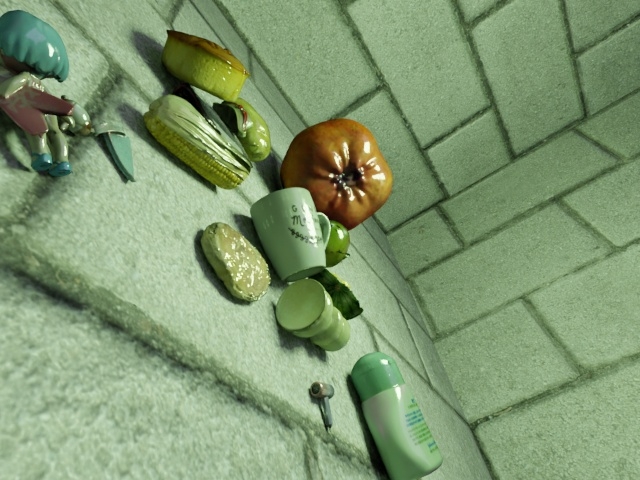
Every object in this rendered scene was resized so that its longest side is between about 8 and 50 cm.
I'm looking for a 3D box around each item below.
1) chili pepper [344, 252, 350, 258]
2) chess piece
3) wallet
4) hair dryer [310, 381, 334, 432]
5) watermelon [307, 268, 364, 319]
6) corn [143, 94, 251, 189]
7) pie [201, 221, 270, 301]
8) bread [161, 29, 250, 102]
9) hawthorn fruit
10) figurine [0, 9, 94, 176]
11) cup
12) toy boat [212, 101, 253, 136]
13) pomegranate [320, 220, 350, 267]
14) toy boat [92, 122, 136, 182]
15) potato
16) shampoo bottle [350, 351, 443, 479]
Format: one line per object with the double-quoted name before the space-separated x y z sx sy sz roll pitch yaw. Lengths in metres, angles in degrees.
"chili pepper" 0.072 -0.019 1.938 0.099 0.084 0.253 50 18 -65
"chess piece" -0.001 0.224 1.116 0.251 0.145 0.144 53 14 -49
"wallet" -0.315 -0.330 1.208 0.262 0.071 0.221 49 1 41
"hair dryer" 0.011 0.397 0.980 0.063 0.037 0.114 37 33 -51
"watermelon" 0.029 0.175 1.280 0.204 0.127 0.232 48 -9 -5
"corn" -0.300 -0.241 1.044 0.305 0.123 0.122 42 21 -51
"pie" -0.190 0.056 0.955 0.218 0.052 0.185 48 16 -44
"bread" -0.358 -0.546 1.279 0.270 0.147 0.270 26 13 -7
"hawthorn fruit" 0.059 -0.264 1.676 0.471 0.472 0.471 53 15 -22
"figurine" -0.423 -0.225 0.646 0.205 0.103 0.259 6 64 -70
"cup" -0.056 -0.011 1.217 0.258 0.186 0.233 -6 70 -45
"toy boat" -0.268 -0.384 1.295 0.071 0.089 0.185 -20 55 -36
"pomegranate" 0.003 0.014 1.513 0.179 0.211 0.179 0 90 -78
"toy boat" -0.388 -0.166 0.805 0.122 0.034 0.096 66 14 -6
"potato" -0.264 -0.381 1.420 0.144 0.169 0.248 -26 80 -33
"shampoo bottle" 0.206 0.495 1.190 0.222 0.151 0.349 23 38 -57
